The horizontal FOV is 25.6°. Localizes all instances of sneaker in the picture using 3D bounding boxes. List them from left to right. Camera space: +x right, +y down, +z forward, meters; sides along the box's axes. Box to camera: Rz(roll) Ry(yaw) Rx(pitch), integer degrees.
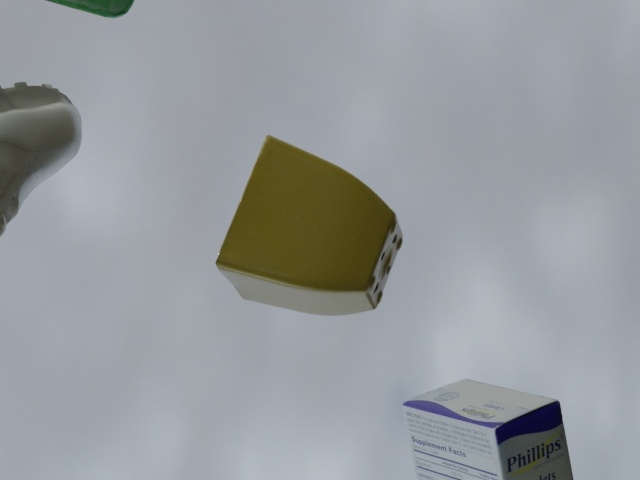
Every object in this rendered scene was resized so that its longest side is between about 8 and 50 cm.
[{"bbox_3d":[-0.198,-0.003,0.677,0.235,0.090,0.095,-32,-97,-43],"label":"sneaker"}]

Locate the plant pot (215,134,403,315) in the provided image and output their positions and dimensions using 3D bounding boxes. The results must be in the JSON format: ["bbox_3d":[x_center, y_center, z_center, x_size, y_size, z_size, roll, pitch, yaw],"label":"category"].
[{"bbox_3d":[0.000,0.000,0.800,0.081,0.083,0.081,60,-130,-71],"label":"plant pot"}]

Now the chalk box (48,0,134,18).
[{"bbox_3d":[-0.060,-0.179,0.430,0.132,0.132,0.213,13,-89,-29],"label":"chalk box"}]

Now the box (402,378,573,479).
[{"bbox_3d":[0.139,0.192,1.134,0.072,0.126,0.137,-18,-78,-30],"label":"box"}]
